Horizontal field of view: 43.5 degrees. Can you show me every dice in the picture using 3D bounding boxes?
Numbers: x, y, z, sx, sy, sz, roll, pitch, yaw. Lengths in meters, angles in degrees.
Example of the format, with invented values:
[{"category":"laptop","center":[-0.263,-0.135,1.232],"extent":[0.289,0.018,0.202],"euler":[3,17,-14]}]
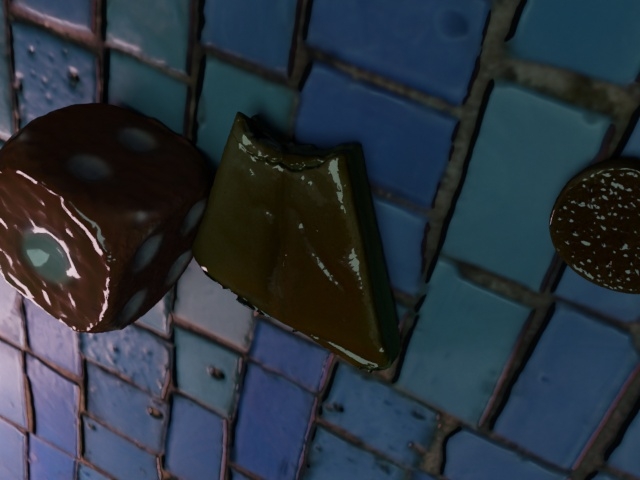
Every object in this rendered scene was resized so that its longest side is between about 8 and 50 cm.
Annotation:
[{"category":"dice","center":[-0.223,-0.028,0.828],"extent":[0.175,0.179,0.174],"euler":[34,131,13]}]

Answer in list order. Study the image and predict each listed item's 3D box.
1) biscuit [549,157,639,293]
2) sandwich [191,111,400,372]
[{"category":"biscuit","center":[0.274,-0.015,0.648],"extent":[0.175,0.026,0.124],"euler":[-11,114,35]},{"category":"sandwich","center":[0.000,0.000,0.790],"extent":[0.245,0.063,0.212],"euler":[30,128,8]}]
